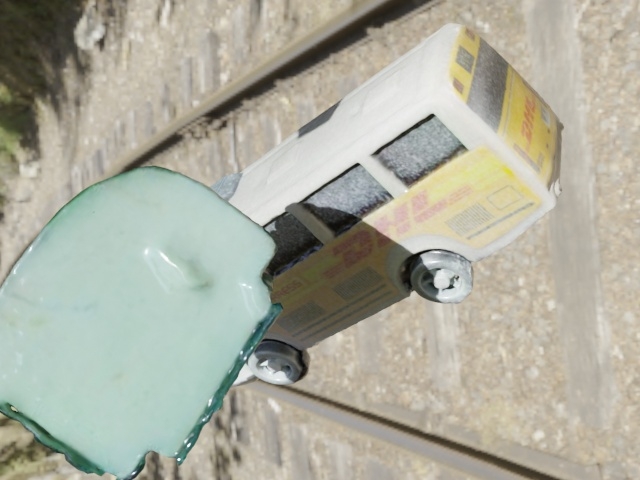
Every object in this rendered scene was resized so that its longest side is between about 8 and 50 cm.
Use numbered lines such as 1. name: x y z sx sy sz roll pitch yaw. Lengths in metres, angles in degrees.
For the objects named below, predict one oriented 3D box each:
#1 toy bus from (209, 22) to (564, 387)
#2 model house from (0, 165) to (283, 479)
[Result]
1. toy bus: 0.000 0.000 0.607 0.343 0.138 0.097 -30 32 38
2. model house: -0.091 0.043 0.482 0.148 0.119 0.148 -58 -2 -6
